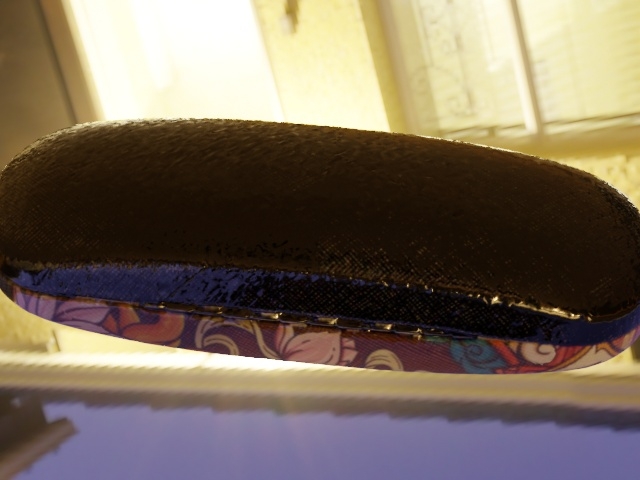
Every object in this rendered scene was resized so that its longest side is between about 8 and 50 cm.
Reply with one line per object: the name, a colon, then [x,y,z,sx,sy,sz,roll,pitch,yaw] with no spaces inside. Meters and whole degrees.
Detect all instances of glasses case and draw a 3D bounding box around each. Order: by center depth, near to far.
glasses case: [0.000,0.000,0.639,0.321,0.082,0.122,5,-144,2]
